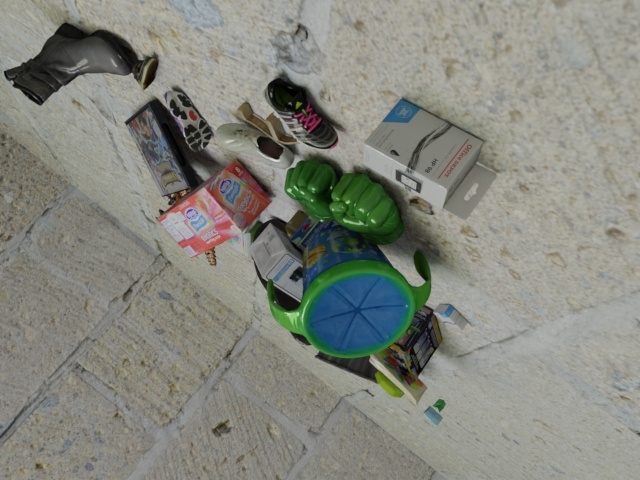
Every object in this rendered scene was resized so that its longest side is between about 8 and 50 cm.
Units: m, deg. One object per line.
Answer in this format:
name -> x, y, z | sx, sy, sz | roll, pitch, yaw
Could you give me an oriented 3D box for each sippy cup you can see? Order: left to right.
sippy cup -> 0.058, 0.088, 1.282 | 0.306, 0.240, 0.224 | 20, -153, -23

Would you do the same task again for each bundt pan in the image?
bundt pan -> 0.154, 0.376, 1.932 | 0.331, 0.124, 0.331 | 22, 171, 4

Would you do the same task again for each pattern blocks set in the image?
pattern blocks set -> 0.212, 0.358, 1.654 | 0.325, 0.026, 0.285 | 40, -165, 5

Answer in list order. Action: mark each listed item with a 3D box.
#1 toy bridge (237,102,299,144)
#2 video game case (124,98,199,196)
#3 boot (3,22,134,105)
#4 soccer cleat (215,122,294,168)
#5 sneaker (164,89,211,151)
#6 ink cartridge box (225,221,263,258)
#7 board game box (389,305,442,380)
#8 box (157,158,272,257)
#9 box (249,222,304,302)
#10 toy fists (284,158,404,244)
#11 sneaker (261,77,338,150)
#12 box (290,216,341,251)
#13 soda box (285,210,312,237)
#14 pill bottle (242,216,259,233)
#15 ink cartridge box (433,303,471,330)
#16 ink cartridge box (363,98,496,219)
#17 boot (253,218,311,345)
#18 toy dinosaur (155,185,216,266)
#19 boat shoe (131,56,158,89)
toy bridge -> -0.092, -0.231, 1.243 | 0.188, 0.026, 0.063 | 27, 159, 32
video game case -> -0.454, -0.250, 1.715 | 0.275, 0.035, 0.248 | -2, 115, 60
boot -> -0.620, -0.412, 1.497 | 0.338, 0.222, 0.118 | 23, 155, 39
soccer cleat -> -0.144, -0.214, 1.310 | 0.196, 0.068, 0.076 | 25, 171, 15
sneaker -> -0.327, -0.298, 1.493 | 0.071, 0.068, 0.169 | 40, 160, 49
ink cartridge box -> -0.274, -0.041, 1.904 | 0.209, 0.062, 0.109 | 30, 138, 26
board game box -> 0.249, 0.264, 1.563 | 0.048, 0.141, 0.170 | 25, 157, 32
box -> -0.292, -0.080, 1.641 | 0.154, 0.142, 0.300 | 50, 142, -13
box -> -0.026, 0.094, 1.492 | 0.290, 0.087, 0.169 | 36, -171, -31
toy fists -> 0.039, -0.083, 1.234 | 0.279, 0.096, 0.142 | 25, 156, 39
sneaker -> -0.037, -0.228, 1.088 | 0.170, 0.063, 0.075 | 43, 167, 4
box -> 0.029, 0.015, 1.448 | 0.178, 0.109, 0.042 | 41, 164, -7
soda box -> 0.000, 0.000, 1.548 | 0.181, 0.058, 0.061 | 32, 160, 19
pill bottle -> -0.254, -0.088, 1.786 | 0.137, 0.078, 0.078 | 38, 161, 4
ink cartridge box -> 0.315, 0.189, 1.444 | 0.083, 0.028, 0.048 | 43, 161, -14
ink cartridge box -> 0.165, -0.121, 0.899 | 0.180, 0.104, 0.060 | 32, 159, 18
boot -> -0.047, 0.133, 1.766 | 0.377, 0.138, 0.284 | 61, -168, 20
toy dinosaur -> -0.407, -0.075, 1.914 | 0.164, 0.321, 0.218 | -2, 180, -32
boat shoe -> -0.416, -0.395, 1.417 | 0.049, 0.056, 0.152 | 38, 162, -13
